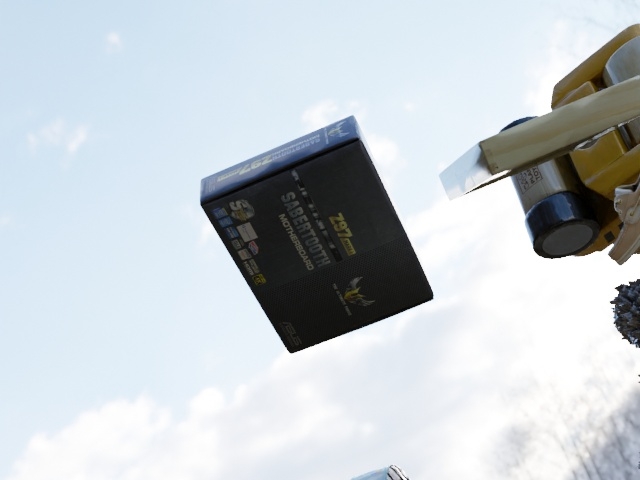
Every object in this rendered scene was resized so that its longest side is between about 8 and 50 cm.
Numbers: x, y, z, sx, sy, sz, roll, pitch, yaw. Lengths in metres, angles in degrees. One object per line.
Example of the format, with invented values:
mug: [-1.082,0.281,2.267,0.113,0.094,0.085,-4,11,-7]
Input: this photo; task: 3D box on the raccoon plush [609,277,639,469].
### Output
raccoon plush: [0.419,0.179,1.066,0.216,0.299,0.446,-6,-17,23]

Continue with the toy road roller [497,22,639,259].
toy road roller: [0.424,-0.111,1.380,0.240,0.202,0.329,18,-46,-37]

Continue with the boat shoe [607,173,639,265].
boat shoe: [0.386,-0.052,1.206,0.170,0.059,0.063,-66,-8,18]

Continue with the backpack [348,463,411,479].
backpack: [0.098,0.448,1.536,0.144,0.188,0.166,-16,-14,17]

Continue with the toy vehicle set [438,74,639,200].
toy vehicle set: [0.224,-0.100,1.045,0.166,0.035,0.267,-22,-2,-3]

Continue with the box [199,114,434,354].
box: [0.000,0.000,1.086,0.183,0.059,0.233,-22,-57,8]
